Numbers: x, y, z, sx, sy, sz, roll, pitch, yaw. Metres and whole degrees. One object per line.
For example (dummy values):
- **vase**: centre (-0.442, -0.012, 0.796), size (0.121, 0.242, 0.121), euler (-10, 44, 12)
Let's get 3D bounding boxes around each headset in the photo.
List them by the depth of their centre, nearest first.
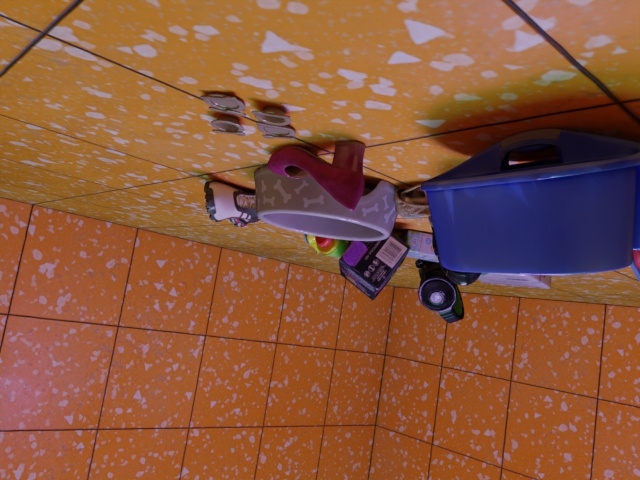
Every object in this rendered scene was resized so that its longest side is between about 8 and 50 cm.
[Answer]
- **headset**: centre (0.382, 0.138, 1.991), size (0.185, 0.243, 0.394), euler (-23, 128, 23)

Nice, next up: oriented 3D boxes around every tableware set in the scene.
- **tableware set**: centre (-0.110, -0.190, 0.887), size (0.141, 0.020, 0.168), euler (9, 173, -1)

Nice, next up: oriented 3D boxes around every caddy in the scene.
- **caddy**: centre (0.303, -0.064, 0.780), size (0.241, 0.179, 0.341), euler (-14, -172, -38)

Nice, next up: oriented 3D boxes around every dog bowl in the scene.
- **dog bowl**: centre (0.013, -0.076, 1.285), size (0.349, 0.102, 0.349), euler (9, 172, 1)

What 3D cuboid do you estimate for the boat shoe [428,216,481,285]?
- **boat shoe**: centre (0.287, 0.005, 1.127), size (0.127, 0.113, 0.340), euler (-5, -168, 9)

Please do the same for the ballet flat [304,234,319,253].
- **ballet flat**: centre (0.000, 0.000, 1.998), size (0.077, 0.077, 0.231), euler (-9, 168, 8)

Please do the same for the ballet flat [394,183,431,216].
- **ballet flat**: centre (0.225, -0.081, 1.124), size (0.206, 0.067, 0.073), euler (1, -149, 47)

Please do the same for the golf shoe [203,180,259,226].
- **golf shoe**: centre (-0.212, -0.102, 1.454), size (0.120, 0.105, 0.273), euler (-9, 174, 14)

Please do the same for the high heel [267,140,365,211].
- **high heel**: centre (-0.017, -0.108, 1.018), size (0.244, 0.117, 0.082), euler (2, 170, 40)

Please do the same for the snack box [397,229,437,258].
- **snack box**: centre (0.351, 0.025, 1.763), size (0.207, 0.070, 0.174), euler (11, 173, -2)

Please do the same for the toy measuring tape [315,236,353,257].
- **toy measuring tape**: centre (0.003, -0.005, 1.782), size (0.121, 0.121, 0.330), euler (15, 170, -38)

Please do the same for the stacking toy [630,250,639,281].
- **stacking toy**: centre (0.610, -0.024, 0.909), size (0.166, 0.175, 0.302), euler (-21, 146, 11)

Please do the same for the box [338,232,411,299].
- **box**: centre (0.160, 0.065, 1.702), size (0.143, 0.165, 0.270), euler (38, 173, 10)

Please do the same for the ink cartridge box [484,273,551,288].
- **ink cartridge box**: centre (0.532, 0.058, 1.615), size (0.201, 0.117, 0.278), euler (4, 170, 35)
